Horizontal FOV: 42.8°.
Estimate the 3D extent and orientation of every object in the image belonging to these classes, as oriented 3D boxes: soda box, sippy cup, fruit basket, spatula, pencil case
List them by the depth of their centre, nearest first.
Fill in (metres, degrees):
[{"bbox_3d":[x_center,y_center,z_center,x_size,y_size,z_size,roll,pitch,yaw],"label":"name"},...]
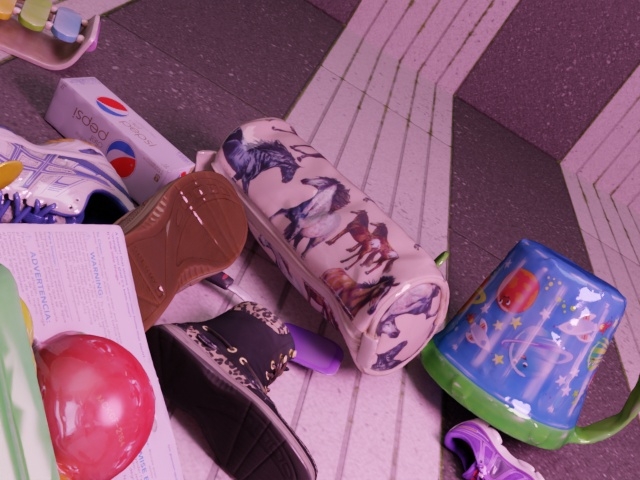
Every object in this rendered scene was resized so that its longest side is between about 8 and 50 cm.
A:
[{"bbox_3d":[-0.212,0.145,0.567,0.353,0.166,0.326,2,73,-75],"label":"fruit basket"},{"bbox_3d":[-0.100,0.076,1.043,0.296,0.030,0.084,36,25,2],"label":"spatula"},{"bbox_3d":[0.000,0.000,1.114,0.184,0.159,0.410,-20,51,-31],"label":"pencil case"},{"bbox_3d":[0.293,0.129,1.129,0.306,0.224,0.240,24,14,-30],"label":"sippy cup"},{"bbox_3d":[-0.284,-0.139,1.151,0.216,0.073,0.069,41,27,14],"label":"soda box"}]

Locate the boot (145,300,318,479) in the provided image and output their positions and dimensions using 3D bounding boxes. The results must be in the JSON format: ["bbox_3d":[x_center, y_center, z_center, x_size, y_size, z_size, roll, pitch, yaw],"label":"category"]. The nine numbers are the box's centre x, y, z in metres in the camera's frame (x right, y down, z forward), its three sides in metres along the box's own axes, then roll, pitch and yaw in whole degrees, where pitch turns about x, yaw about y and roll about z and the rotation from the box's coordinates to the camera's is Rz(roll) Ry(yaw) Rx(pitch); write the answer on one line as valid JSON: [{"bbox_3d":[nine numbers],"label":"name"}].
[{"bbox_3d":[-0.063,0.160,0.888,0.236,0.085,0.179,42,25,16],"label":"boot"}]

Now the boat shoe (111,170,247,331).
[{"bbox_3d":[-0.195,0.013,0.932,0.121,0.110,0.341,65,29,-11],"label":"boat shoe"}]

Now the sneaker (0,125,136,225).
[{"bbox_3d":[-0.328,-0.051,0.912,0.131,0.111,0.297,47,30,23],"label":"sneaker"}]

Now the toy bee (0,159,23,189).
[{"bbox_3d":[-0.354,0.019,0.752,0.195,0.298,0.162,-15,14,-15],"label":"toy bee"}]

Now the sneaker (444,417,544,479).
[{"bbox_3d":[0.216,0.298,1.017,0.071,0.068,0.170,-10,39,-36],"label":"sneaker"}]

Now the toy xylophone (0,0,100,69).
[{"bbox_3d":[-0.513,-0.383,1.293,0.323,0.081,0.236,17,30,-31],"label":"toy xylophone"}]
